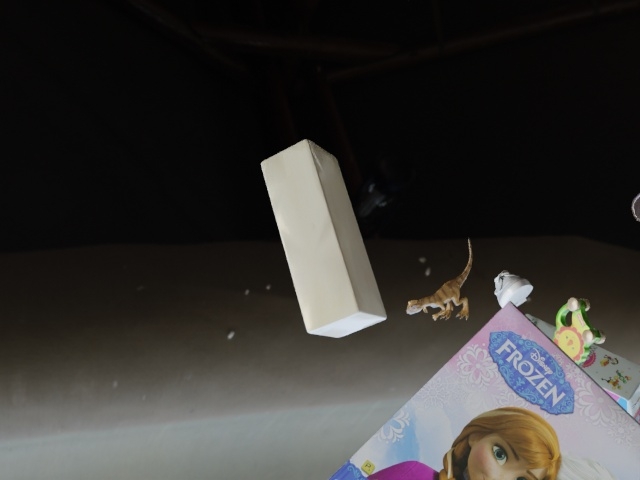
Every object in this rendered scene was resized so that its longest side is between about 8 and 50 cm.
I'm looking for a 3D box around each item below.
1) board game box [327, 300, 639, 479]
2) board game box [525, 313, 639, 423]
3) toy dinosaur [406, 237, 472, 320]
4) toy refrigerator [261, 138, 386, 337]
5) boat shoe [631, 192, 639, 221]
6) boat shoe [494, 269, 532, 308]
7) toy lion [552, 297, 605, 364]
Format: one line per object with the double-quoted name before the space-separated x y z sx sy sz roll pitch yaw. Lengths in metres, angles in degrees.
"board game box" 0.212 0.288 0.764 0.319 0.318 0.066 45 -174 19
"board game box" 0.592 0.328 1.622 0.303 0.224 0.097 24 -122 42
"toy dinosaur" 0.270 0.102 1.432 0.211 0.112 0.064 -36 -149 -25
"toy refrigerator" 0.000 0.000 1.028 0.102 0.094 0.269 22 -133 -61
"boat shoe" 0.563 -0.067 1.142 0.073 0.207 0.073 -19 -98 -9
"boat shoe" 0.353 0.088 1.310 0.063 0.066 0.184 57 -171 18
"toy lion" 0.440 0.162 1.222 0.034 0.096 0.100 5 -126 -29
